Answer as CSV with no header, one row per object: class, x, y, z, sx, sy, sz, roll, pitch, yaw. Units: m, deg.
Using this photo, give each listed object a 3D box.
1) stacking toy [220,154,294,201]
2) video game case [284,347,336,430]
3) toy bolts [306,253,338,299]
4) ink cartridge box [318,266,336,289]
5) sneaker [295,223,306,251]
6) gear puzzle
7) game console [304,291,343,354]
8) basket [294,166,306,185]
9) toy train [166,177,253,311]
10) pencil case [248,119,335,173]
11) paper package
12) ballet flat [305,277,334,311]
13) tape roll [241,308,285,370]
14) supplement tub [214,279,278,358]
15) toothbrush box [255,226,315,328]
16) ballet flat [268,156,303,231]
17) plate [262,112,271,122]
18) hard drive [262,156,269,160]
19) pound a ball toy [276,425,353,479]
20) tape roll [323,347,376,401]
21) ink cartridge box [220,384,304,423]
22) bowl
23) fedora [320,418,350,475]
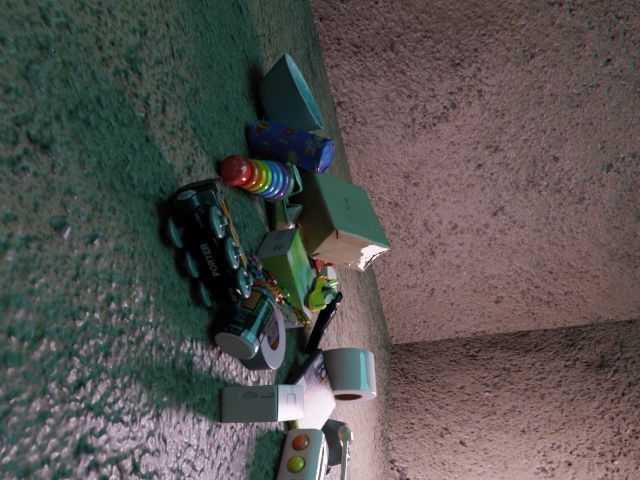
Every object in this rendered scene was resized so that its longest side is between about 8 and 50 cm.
stacking toy,-0.204,-0.207,1.554,0.330,0.141,0.141,7,74,-71
video game case,-0.038,0.560,1.753,0.275,0.035,0.248,-38,119,-57
toy bolts,-0.042,0.145,2.050,0.218,0.159,0.228,-10,104,-36
ink cartridge box,0.032,0.214,2.358,0.171,0.056,0.234,63,21,-53
sneaker,-0.062,-0.097,2.032,0.321,0.126,0.127,-81,163,-48
gear puzzle,-0.117,0.164,1.505,0.339,0.044,0.175,51,3,-31
game console,0.019,0.285,1.854,0.361,0.044,0.213,114,-1,-57
basket,-0.085,-0.297,2.026,0.226,0.154,0.204,-93,-167,-45
toy train,-0.255,0.010,1.198,0.190,0.142,0.333,-94,169,-59
pencil case,-0.101,-0.317,1.691,0.119,0.306,0.133,-47,149,-45
paper package,0.071,-0.078,1.887,0.310,0.168,0.324,17,41,-38
ballet flat,0.009,0.188,1.733,0.231,0.077,0.077,-54,134,-72
tape roll,-0.173,0.272,1.464,0.219,0.073,0.219,-9,90,-75
supplement tub,-0.186,0.202,1.292,0.190,0.117,0.116,-64,145,-43
toothbrush box,-0.112,0.128,1.701,0.206,0.122,0.283,-72,152,-62
ballet flat,-0.120,-0.152,1.801,0.123,0.123,0.348,-12,98,-76
plate,-0.194,-0.403,1.915,0.188,0.024,0.188,-8,90,-77
hard drive,-0.183,-0.261,1.868,0.135,0.022,0.094,37,46,-70
pound a ball toy,-0.022,0.692,1.513,0.319,0.208,0.135,-73,151,-59
tape roll,0.101,0.553,2.014,0.246,0.246,0.169,59,25,-56
ink cartridge box,-0.146,0.427,1.297,0.212,0.155,0.093,50,35,-66
bowl,-0.127,-0.537,1.904,0.311,0.163,0.311,61,13,-25
fedora,0.047,0.775,1.904,0.275,0.125,0.243,64,21,-50
